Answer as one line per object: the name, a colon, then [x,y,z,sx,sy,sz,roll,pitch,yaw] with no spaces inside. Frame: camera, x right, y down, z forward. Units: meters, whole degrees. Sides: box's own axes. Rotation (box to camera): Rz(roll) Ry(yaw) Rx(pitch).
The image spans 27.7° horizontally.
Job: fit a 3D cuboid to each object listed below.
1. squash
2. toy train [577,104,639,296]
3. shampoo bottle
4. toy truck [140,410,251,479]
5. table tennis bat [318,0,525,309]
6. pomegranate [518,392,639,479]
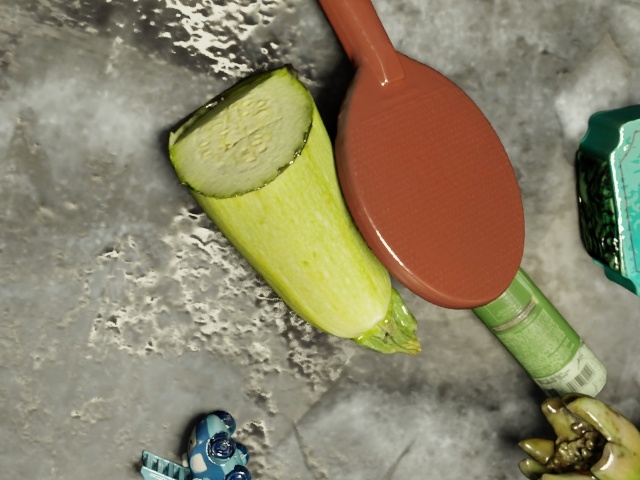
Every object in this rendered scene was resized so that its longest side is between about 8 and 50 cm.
squash: [-0.009,0.008,1.098,0.137,0.137,0.287,-32,108,-8]
toy train: [0.321,-0.039,1.191,0.154,0.107,0.198,-10,102,-5]
shampoo bottle: [0.178,0.068,1.191,0.065,0.065,0.204,-44,107,-4]
toy truck: [-0.110,0.197,1.142,0.090,0.056,0.073,-20,110,2]
table tennis bat: [0.080,-0.087,1.106,0.200,0.038,0.310,-26,89,-44]
pomegranate: [0.315,0.258,1.187,0.306,0.242,0.242,23,93,6]
